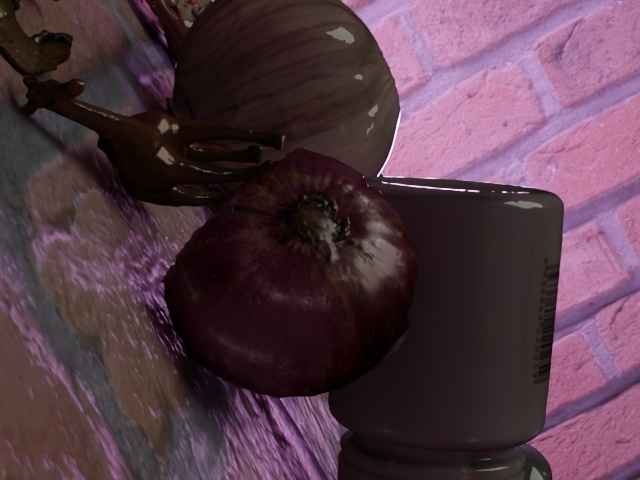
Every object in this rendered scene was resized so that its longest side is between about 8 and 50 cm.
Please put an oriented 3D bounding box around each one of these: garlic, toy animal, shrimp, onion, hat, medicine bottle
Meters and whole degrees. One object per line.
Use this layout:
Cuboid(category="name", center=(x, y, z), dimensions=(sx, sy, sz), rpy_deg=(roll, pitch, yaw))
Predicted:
Cuboid(category="garlic", center=(-0.048, -0.160, 1.582), dimensions=(0.317, 0.259, 0.317), rpy_deg=(168, -90, -78))
Cuboid(category="toy animal", center=(-0.141, -0.081, 1.121), dimensions=(0.224, 0.229, 0.066), rpy_deg=(150, -55, -66))
Cuboid(category="shrimp", center=(-0.245, -0.209, 1.121), dimensions=(0.253, 0.058, 0.173), rpy_deg=(28, 42, -72))
Cuboid(category="onion", center=(-0.013, 0.038, 1.125), dimensions=(0.207, 0.200, 0.201), rpy_deg=(-20, 81, -59))
Cuboid(category="hat", center=(-0.156, -0.281, 1.845), dimensions=(0.286, 0.107, 0.237), rpy_deg=(56, 17, -5))
Cuboid(category="medicine bottle", center=(0.113, 0.115, 1.290), dimensions=(0.208, 0.208, 0.340), rpy_deg=(-55, 150, -83))

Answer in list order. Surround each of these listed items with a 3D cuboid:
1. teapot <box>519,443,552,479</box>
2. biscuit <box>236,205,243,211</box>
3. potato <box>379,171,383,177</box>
Cuboid(category="teapot", center=(0.276, 0.401, 2.084), dimensions=(0.294, 0.129, 0.193), rpy_deg=(-72, 175, -54))
Cuboid(category="biscuit", center=(0.007, -0.006, 1.835), dimensions=(0.350, 0.070, 0.394), rpy_deg=(52, 12, 2))
Cuboid(category="potato", center=(-0.009, -0.116, 1.809), dimensions=(0.200, 0.081, 0.164), rpy_deg=(40, 19, -12))
